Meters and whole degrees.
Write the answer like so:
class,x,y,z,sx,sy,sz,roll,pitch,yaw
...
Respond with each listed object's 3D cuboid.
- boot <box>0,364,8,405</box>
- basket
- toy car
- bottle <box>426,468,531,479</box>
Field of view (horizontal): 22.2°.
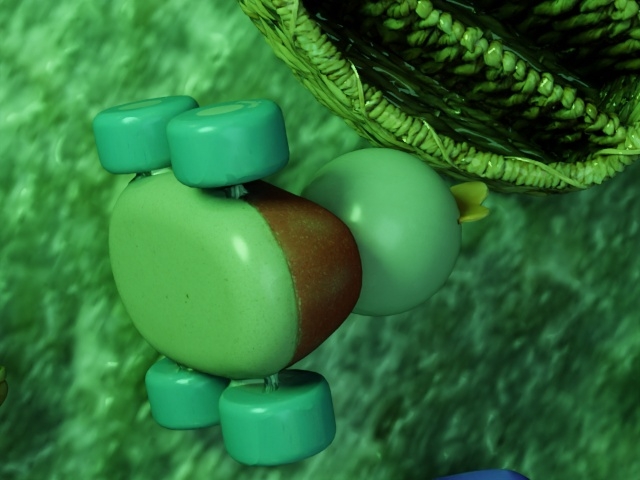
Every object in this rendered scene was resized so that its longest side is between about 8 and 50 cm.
class,x,y,z,sx,sy,sz,roll,pitch,yaw
boot,-0.258,0.185,1.069,0.197,0.073,0.152,-33,96,-1
basket,0.108,-0.161,1.095,0.299,0.223,0.213,32,81,-13
toy car,0.000,0.000,1.088,0.238,0.210,0.219,-17,104,-29
bottle,0.106,0.297,1.082,0.092,0.118,0.282,44,38,-49
